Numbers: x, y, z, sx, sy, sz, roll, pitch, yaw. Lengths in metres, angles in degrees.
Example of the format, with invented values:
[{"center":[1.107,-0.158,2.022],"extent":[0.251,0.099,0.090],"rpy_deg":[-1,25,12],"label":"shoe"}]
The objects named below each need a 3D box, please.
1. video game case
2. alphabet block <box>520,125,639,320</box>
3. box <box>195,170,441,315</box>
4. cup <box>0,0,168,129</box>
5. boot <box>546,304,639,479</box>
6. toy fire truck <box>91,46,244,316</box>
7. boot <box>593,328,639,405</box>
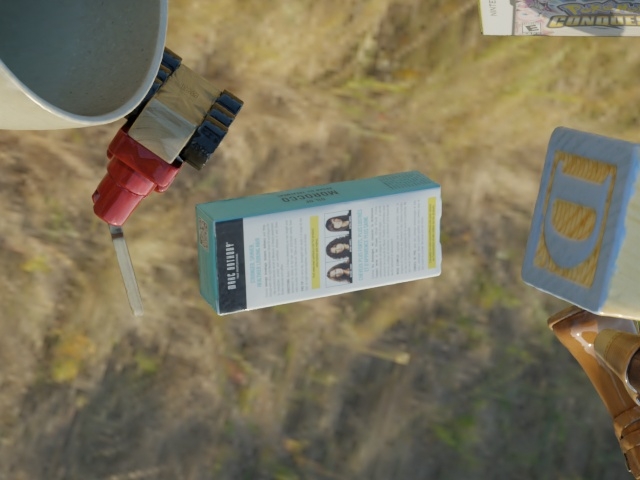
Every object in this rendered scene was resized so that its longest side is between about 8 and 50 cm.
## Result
[{"center":[0.317,-0.302,1.936],"extent":[0.248,0.275,0.035],"rpy_deg":[67,27,-70],"label":"video game case"},{"center":[0.372,-0.013,1.909],"extent":[0.197,0.192,0.193],"rpy_deg":[9,99,-23],"label":"alphabet block"},{"center":[0.000,0.000,1.674],"extent":[0.244,0.060,0.100],"rpy_deg":[-9,112,-20],"label":"box"},{"center":[-0.314,-0.231,1.383],"extent":[0.331,0.237,0.331],"rpy_deg":[38,45,-53],"label":"cup"},{"center":[0.401,0.207,2.237],"extent":[0.283,0.109,0.220],"rpy_deg":[41,34,-58],"label":"boot"},{"center":[-0.194,-0.066,1.888],"extent":[0.246,0.158,0.217],"rpy_deg":[-53,-173,16],"label":"toy fire truck"},{"center":[0.459,0.191,2.011],"extent":[0.248,0.207,0.090],"rpy_deg":[27,92,-44],"label":"boot"}]
